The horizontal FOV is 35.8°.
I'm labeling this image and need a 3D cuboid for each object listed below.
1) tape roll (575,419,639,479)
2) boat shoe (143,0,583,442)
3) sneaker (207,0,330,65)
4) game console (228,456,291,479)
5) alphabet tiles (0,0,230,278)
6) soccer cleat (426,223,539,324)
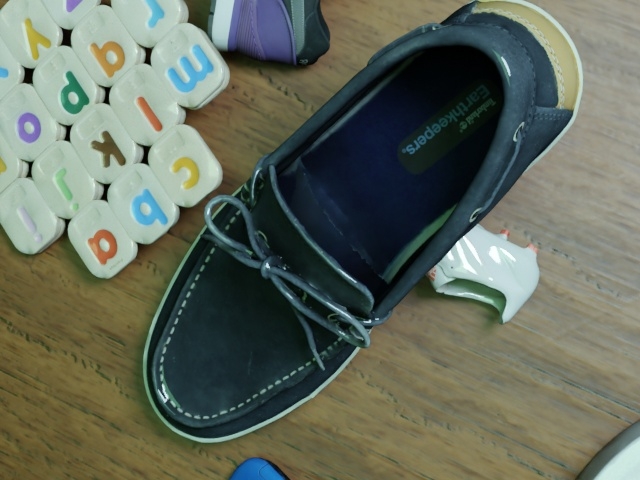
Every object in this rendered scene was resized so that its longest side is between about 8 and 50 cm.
[{"bbox_3d":[0.380,0.320,0.825,0.392,0.072,0.392,0,88,9],"label":"tape roll"},{"bbox_3d":[0.000,0.000,0.817,0.500,0.156,0.187,-44,81,25],"label":"boat shoe"},{"bbox_3d":[-0.014,-0.297,0.883,0.124,0.107,0.283,13,117,1],"label":"sneaker"},{"bbox_3d":[-0.026,0.393,0.909,0.250,0.173,0.293,36,93,40],"label":"game console"},{"bbox_3d":[-0.220,-0.119,0.936,0.284,0.021,0.278,-39,79,19],"label":"alphabet tiles"},{"bbox_3d":[0.102,0.002,0.884,0.196,0.068,0.076,29,71,7],"label":"soccer cleat"}]
